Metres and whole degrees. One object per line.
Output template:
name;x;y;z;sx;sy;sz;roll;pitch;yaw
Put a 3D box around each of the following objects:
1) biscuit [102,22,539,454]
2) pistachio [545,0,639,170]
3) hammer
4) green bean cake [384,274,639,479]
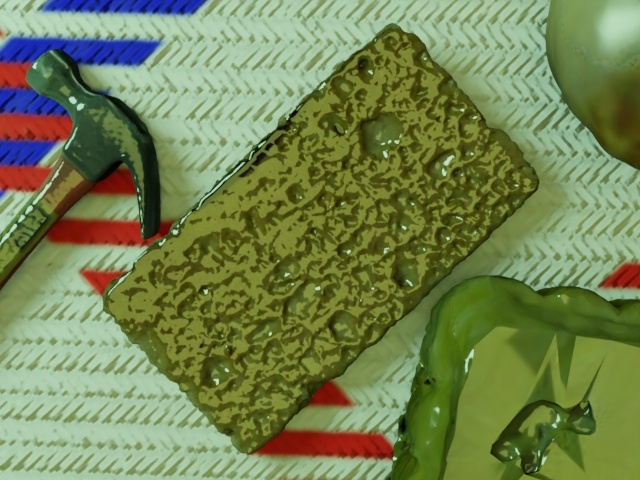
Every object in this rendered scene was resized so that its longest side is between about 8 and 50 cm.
biscuit;0.000;0.000;0.566;0.231;0.025;0.131;-42;97;2
pistachio;0.194;-0.133;0.504;0.144;0.144;0.215;26;85;1
hammer;-0.200;0.035;0.575;0.111;0.033;0.287;42;93;1
green bean cake;0.147;0.145;0.515;0.233;0.124;0.236;12;88;5
